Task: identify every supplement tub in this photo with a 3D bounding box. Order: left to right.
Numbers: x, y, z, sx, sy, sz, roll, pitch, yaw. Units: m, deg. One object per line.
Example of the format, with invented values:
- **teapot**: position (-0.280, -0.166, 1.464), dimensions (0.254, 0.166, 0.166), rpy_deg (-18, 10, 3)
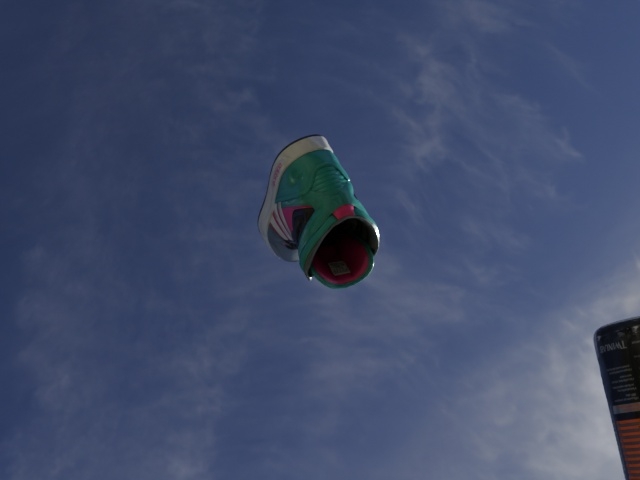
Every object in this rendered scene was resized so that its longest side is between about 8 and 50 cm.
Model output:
- **supplement tub**: position (0.571, 0.288, 1.102), dimensions (0.207, 0.207, 0.338), rpy_deg (-5, -107, -5)

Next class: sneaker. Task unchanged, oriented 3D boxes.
- **sneaker**: position (0.000, 0.000, 1.020), dimensions (0.124, 0.295, 0.178), rpy_deg (-21, -114, -17)
